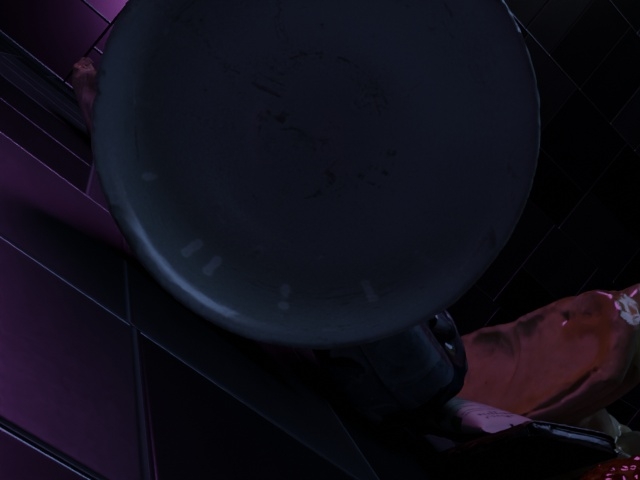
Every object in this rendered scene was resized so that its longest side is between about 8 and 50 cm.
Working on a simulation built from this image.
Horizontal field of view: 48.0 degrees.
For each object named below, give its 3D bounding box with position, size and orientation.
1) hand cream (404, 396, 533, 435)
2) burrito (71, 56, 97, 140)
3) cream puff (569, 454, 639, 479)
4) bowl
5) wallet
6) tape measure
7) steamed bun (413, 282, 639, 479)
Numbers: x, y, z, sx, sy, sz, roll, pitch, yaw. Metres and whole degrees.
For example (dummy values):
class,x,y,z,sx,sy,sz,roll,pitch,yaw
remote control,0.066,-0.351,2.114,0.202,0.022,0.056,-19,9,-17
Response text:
class,x,y,z,sx,sy,sz,roll,pitch,yaw
hand cream,0.175,0.232,0.952,0.095,0.059,0.276,5,-7,-24
burrito,-0.393,-0.226,1.436,0.331,0.135,0.190,37,-5,31
cream puff,0.368,0.331,0.673,0.350,0.229,0.350,37,1,-1
bowl,-0.008,-0.114,0.781,0.434,0.435,0.196,39,1,-7
wallet,0.227,0.248,0.832,0.121,0.031,0.232,16,-31,-12
tape measure,0.079,0.096,0.925,0.256,0.147,0.275,31,31,-59
steamed bun,0.302,0.244,0.991,0.189,0.428,0.247,35,45,-19
